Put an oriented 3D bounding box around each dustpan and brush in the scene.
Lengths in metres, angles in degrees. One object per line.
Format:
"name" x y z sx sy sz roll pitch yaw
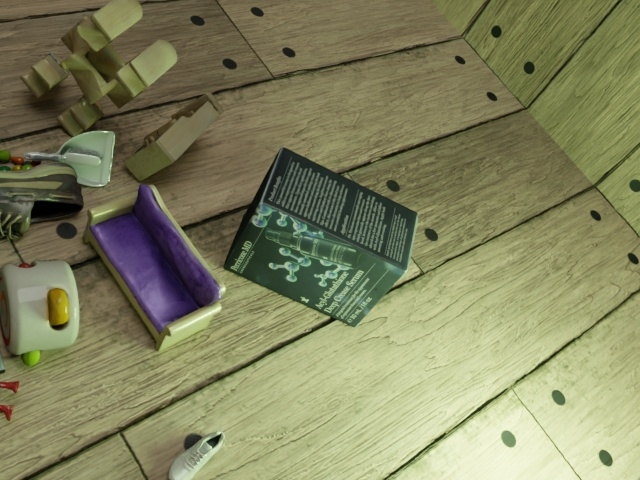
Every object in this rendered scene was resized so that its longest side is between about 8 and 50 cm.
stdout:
"dustpan and brush" -0.618 -0.205 1.798 0.211 0.147 0.060 4 24 -21

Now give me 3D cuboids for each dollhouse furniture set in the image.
"dollhouse furniture set" -0.480 -0.398 1.887 0.394 0.362 0.256 52 43 -19

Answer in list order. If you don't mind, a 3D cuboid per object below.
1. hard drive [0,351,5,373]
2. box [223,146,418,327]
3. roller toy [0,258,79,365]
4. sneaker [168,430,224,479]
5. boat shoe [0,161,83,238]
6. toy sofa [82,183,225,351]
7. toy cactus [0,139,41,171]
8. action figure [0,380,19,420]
"hard drive" -0.715 0.221 1.507 0.094 0.022 0.135 -11 62 -33
"box" 0.000 0.000 1.867 0.395 0.293 0.212 25 48 -9
"roller toy" -0.582 0.134 1.524 0.146 0.209 0.191 -5 50 -31
"sneaker" -0.262 0.454 1.547 0.053 0.061 0.152 44 49 5
"boat shoe" -0.704 -0.080 1.666 0.355 0.132 0.130 -23 69 -37
"toy sofa" -0.390 0.055 1.699 0.150 0.177 0.363 -25 71 -39
"toy cactus" -0.792 -0.179 1.725 0.218 0.112 0.181 26 58 -21
"action figure" -0.723 0.291 1.369 0.280 0.139 0.092 13 93 -18
